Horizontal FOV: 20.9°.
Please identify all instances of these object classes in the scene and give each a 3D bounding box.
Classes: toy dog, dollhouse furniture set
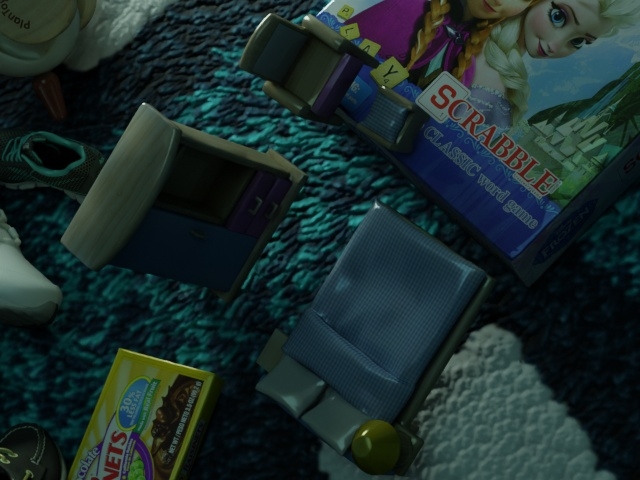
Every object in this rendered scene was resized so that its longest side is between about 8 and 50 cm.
[{"bbox_3d":[-0.363,-0.185,1.682,0.333,0.220,0.161,-1,99,27],"label":"toy dog"},{"bbox_3d":[0.000,0.000,1.402,0.303,0.198,0.286,38,102,31],"label":"dollhouse furniture set"}]

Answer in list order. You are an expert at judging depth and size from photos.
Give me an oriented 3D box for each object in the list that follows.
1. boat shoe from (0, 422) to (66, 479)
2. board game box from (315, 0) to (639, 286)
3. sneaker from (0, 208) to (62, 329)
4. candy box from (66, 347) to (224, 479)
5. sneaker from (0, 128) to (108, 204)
[{"bbox_3d":[-0.272,0.216,1.460,0.081,0.069,0.228,-14,26,14],"label":"boat shoe"},{"bbox_3d":[0.179,-0.175,1.530,0.318,0.066,0.318,-45,61,-3],"label":"board game box"},{"bbox_3d":[-0.347,-0.017,1.623,0.297,0.111,0.129,31,86,27],"label":"sneaker"},{"bbox_3d":[-0.167,0.202,1.515,0.105,0.027,0.206,12,72,28],"label":"candy box"},{"bbox_3d":[-0.266,-0.082,1.645,0.166,0.076,0.065,11,71,24],"label":"sneaker"}]
